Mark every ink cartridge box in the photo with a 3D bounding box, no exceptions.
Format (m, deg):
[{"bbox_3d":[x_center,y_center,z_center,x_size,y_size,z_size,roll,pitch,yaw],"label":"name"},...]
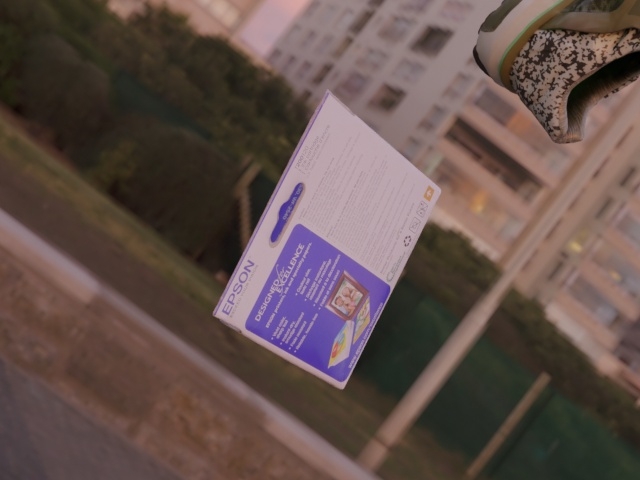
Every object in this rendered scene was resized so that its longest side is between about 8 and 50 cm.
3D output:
[{"bbox_3d":[0.000,0.000,1.222,0.045,0.206,0.208,22,-9,37],"label":"ink cartridge box"}]

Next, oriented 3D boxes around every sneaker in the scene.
[{"bbox_3d":[0.356,-0.246,1.495,0.158,0.410,0.182,15,43,-46],"label":"sneaker"}]
